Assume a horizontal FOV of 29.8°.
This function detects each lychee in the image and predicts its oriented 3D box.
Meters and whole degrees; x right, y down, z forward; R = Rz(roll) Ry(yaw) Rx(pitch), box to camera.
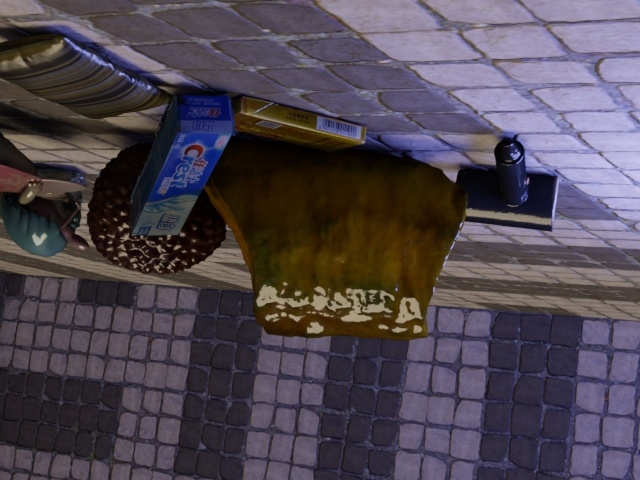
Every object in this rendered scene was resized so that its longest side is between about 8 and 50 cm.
[{"bbox_3d":[-0.212,-0.034,1.592,0.188,0.188,0.188,7,172,1],"label":"lychee"}]

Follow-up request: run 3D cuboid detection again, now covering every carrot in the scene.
[{"bbox_3d":[0.000,0.000,1.467,0.340,0.242,0.241,6,172,4],"label":"carrot"}]

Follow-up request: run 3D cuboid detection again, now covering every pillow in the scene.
[{"bbox_3d":[-0.245,-0.164,1.215,0.113,0.038,0.203,-7,167,22],"label":"pillow"}]

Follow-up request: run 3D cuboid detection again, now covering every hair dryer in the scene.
[{"bbox_3d":[0.209,-0.077,1.409,0.128,0.070,0.255,6,165,15],"label":"hair dryer"}]

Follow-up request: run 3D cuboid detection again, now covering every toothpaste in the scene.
[{"bbox_3d":[-0.164,-0.079,1.373,0.066,0.053,0.272,1,156,-20],"label":"toothpaste"}]

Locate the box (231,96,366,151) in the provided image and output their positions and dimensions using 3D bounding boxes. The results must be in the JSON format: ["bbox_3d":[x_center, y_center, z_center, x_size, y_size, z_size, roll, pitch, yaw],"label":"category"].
[{"bbox_3d":[-0.036,-0.129,1.346,0.156,0.022,0.089,11,170,-25],"label":"box"}]

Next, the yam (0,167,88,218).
[{"bbox_3d":[-0.497,-0.076,1.919,0.259,0.093,0.093,5,172,18],"label":"yam"}]

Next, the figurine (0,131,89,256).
[{"bbox_3d":[-0.412,-0.082,1.567,0.205,0.103,0.260,27,159,34],"label":"figurine"}]
